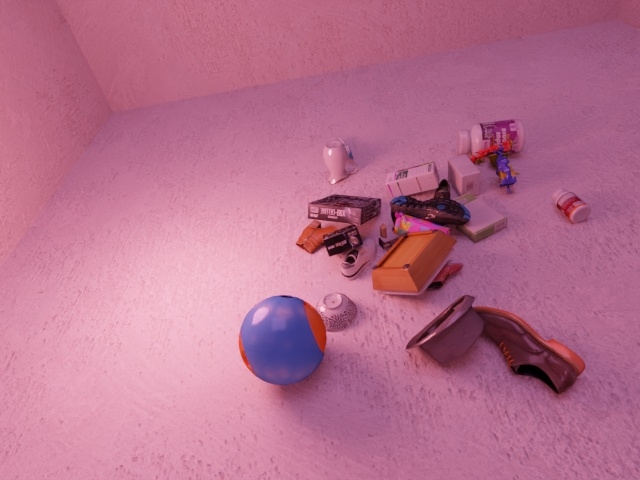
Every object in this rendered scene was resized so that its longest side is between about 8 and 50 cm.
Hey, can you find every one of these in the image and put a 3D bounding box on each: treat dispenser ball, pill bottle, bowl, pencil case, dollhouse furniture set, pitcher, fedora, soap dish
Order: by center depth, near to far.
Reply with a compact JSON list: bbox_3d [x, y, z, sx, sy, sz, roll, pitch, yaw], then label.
[{"bbox_3d":[0.419,0.303,1.422,0.275,0.244,0.124,-43,80,3],"label":"fedora"},{"bbox_3d":[-0.123,0.323,1.444,0.288,0.288,0.288,-7,41,6],"label":"treat dispenser ball"},{"bbox_3d":[0.050,0.248,1.646,0.170,0.080,0.170,-7,41,6],"label":"bowl"},{"bbox_3d":[0.347,0.077,1.676,0.291,0.118,0.229,-45,21,-30],"label":"soap dish"},{"bbox_3d":[0.415,-0.041,1.830,0.236,0.104,0.104,19,48,12],"label":"pencil case"},{"bbox_3d":[1.041,-0.150,1.839,0.086,0.086,0.152,-15,40,-2],"label":"pill bottle"},{"bbox_3d":[0.301,-0.018,1.859,0.081,0.114,0.091,-19,39,-14],"label":"dollhouse furniture set"},{"bbox_3d":[0.857,-0.514,2.236,0.302,0.169,0.169,-5,41,9],"label":"pill bottle"},{"bbox_3d":[0.103,-0.416,2.290,0.178,0.207,0.125,-21,42,-11],"label":"pitcher"}]

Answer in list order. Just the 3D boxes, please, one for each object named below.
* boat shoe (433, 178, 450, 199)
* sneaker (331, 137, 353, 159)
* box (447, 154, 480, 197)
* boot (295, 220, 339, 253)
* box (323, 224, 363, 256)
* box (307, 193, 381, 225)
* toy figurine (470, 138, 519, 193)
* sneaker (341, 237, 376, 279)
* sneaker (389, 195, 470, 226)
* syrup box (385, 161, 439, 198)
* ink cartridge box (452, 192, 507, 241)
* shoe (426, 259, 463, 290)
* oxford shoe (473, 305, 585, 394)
[{"bbox_3d":[0.556,-0.200,2.028,0.080,0.073,0.223,4,43,18],"label":"boat shoe"},{"bbox_3d":[0.115,-0.503,2.487,0.092,0.087,0.228,-26,35,-5],"label":"sneaker"},{"bbox_3d":[0.671,-0.302,2.072,0.091,0.130,0.170,-14,41,0],"label":"box"},{"bbox_3d":[0.000,0.000,1.959,0.197,0.073,0.152,21,59,31],"label":"boot"},{"bbox_3d":[0.090,-0.003,1.831,0.147,0.077,0.180,-20,6,2],"label":"box"},{"bbox_3d":[0.115,-0.144,1.973,0.242,0.076,0.307,8,16,21],"label":"box"},{"bbox_3d":[0.823,-0.311,2.051,0.191,0.217,0.362,-17,-5,15],"label":"toy figurine"},{"bbox_3d":[0.163,0.057,1.823,0.090,0.094,0.235,14,46,30],"label":"sneaker"},{"bbox_3d":[0.470,-0.105,1.901,0.341,0.139,0.125,11,37,25],"label":"sneaker"},{"bbox_3d":[0.436,-0.285,2.095,0.237,0.096,0.093,-11,36,27],"label":"syrup box"},{"bbox_3d":[0.657,-0.104,1.908,0.171,0.056,0.235,-25,41,-14],"label":"ink cartridge box"},{"bbox_3d":[0.468,0.136,1.683,0.178,0.063,0.081,-16,42,4],"label":"shoe"},{"bbox_3d":[0.610,0.330,1.378,0.133,0.130,0.364,-43,46,-18],"label":"oxford shoe"}]
